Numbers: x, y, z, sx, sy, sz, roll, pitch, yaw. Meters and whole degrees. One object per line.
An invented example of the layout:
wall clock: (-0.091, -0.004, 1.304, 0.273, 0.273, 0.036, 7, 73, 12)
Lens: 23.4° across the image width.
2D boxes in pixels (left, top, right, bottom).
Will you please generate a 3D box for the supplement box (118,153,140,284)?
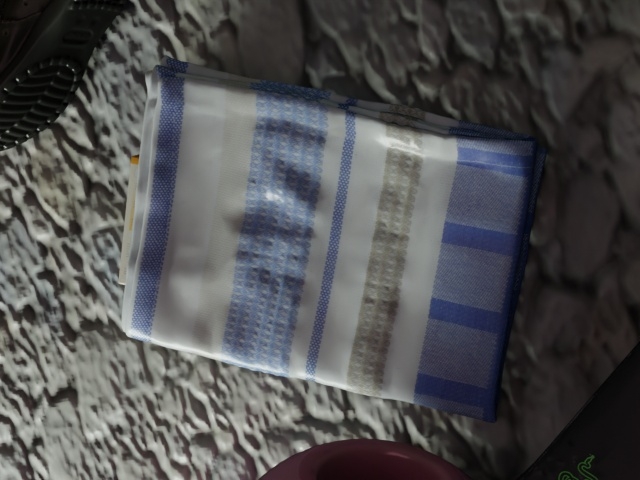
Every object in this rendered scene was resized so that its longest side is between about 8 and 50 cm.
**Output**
supplement box: (-0.110, -0.011, 1.138, 0.062, 0.036, 0.098, 13, 103, 23)

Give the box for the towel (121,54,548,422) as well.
towel: (0.000, 0.000, 1.064, 0.285, 0.034, 0.209, 13, 104, 15)

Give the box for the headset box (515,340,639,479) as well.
headset box: (0.291, 0.130, 0.908, 0.246, 0.131, 0.283, 44, 114, 15)

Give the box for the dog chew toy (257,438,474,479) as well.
dog chew toy: (0.021, 0.305, 1.037, 0.207, 0.207, 0.331, 16, 112, 23)

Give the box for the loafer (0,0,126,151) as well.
loafer: (-0.214, -0.157, 1.154, 0.220, 0.080, 0.078, -50, 66, 18)
